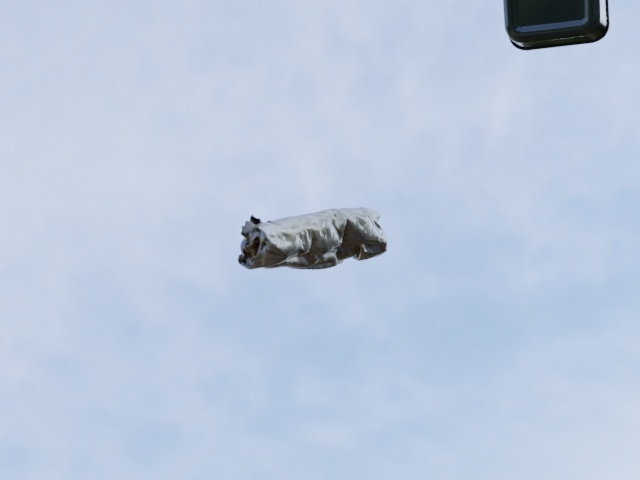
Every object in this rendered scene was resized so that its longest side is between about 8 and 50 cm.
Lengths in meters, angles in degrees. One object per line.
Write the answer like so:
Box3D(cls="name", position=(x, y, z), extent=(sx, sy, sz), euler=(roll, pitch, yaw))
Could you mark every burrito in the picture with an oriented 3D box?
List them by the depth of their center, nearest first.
Box3D(cls="burrito", position=(0.000, 0.000, 1.277), extent=(0.041, 0.045, 0.185), euler=(14, 13, 31))

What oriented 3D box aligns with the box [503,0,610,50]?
Box3D(cls="box", position=(0.197, -0.228, 1.471), extent=(0.091, 0.126, 0.031), euler=(-3, -6, 23))
